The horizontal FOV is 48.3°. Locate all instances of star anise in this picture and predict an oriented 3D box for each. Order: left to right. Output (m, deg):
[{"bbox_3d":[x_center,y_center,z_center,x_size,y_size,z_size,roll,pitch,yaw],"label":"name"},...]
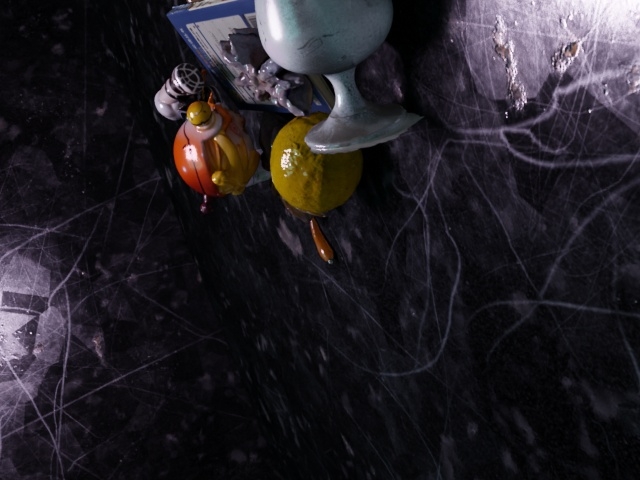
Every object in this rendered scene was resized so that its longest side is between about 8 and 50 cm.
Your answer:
[{"bbox_3d":[-0.101,-0.331,1.403,0.236,0.093,0.229,43,163,-3],"label":"star anise"},{"bbox_3d":[-0.068,-0.186,1.703,0.315,0.108,0.315,53,154,42],"label":"star anise"}]

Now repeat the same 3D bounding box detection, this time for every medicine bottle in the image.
[{"bbox_3d":[-0.195,-0.187,1.894,0.086,0.184,0.086,50,153,38],"label":"medicine bottle"}]

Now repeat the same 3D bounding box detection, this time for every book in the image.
[{"bbox_3d":[-0.158,-0.402,1.575,0.428,0.039,0.300,18,152,53],"label":"book"}]

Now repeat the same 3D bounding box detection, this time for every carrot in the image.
[{"bbox_3d":[0.000,0.000,1.816,0.035,0.035,0.142,110,139,-60],"label":"carrot"}]

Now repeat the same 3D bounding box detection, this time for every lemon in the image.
[{"bbox_3d":[-0.008,-0.158,1.462,0.192,0.192,0.231,57,160,28],"label":"lemon"}]

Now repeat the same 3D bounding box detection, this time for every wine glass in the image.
[{"bbox_3d":[0.021,-0.331,1.188,0.238,0.238,0.322,30,146,58],"label":"wine glass"}]

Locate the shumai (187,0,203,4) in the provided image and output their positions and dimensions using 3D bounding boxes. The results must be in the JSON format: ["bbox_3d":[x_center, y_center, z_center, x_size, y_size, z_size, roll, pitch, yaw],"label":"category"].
[{"bbox_3d":[-0.230,-0.568,1.576,0.185,0.184,0.218,-91,-9,-58],"label":"shumai"}]

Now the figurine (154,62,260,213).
[{"bbox_3d":[-0.270,-0.243,1.722,0.323,0.196,0.320,64,-173,8],"label":"figurine"}]
